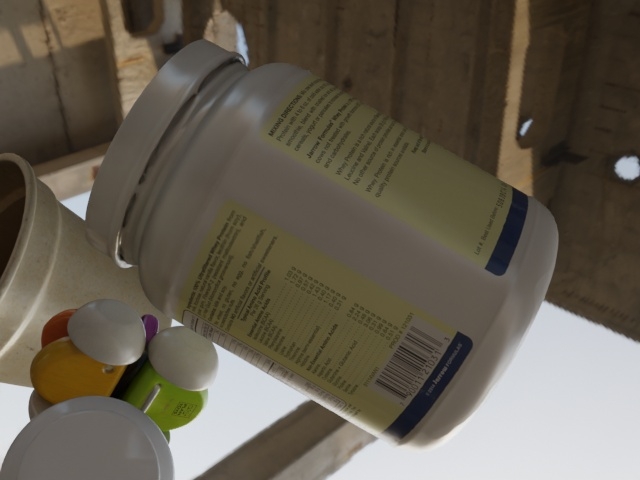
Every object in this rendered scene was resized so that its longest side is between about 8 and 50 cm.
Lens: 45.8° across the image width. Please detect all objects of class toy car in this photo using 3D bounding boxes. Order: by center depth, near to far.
[{"bbox_3d":[-0.202,0.128,0.781,0.159,0.182,0.136,-56,-153,20],"label":"toy car"}]

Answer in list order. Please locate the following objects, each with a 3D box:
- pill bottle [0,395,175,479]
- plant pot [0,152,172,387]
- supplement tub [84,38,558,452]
[{"bbox_3d":[-0.149,0.156,0.486,0.103,0.103,0.184,58,-24,7],"label":"pill bottle"},{"bbox_3d":[-0.402,0.092,1.120,0.333,0.334,0.305,13,-16,45],"label":"plant pot"},{"bbox_3d":[0.000,0.000,0.631,0.324,0.235,0.235,30,-43,2],"label":"supplement tub"}]
